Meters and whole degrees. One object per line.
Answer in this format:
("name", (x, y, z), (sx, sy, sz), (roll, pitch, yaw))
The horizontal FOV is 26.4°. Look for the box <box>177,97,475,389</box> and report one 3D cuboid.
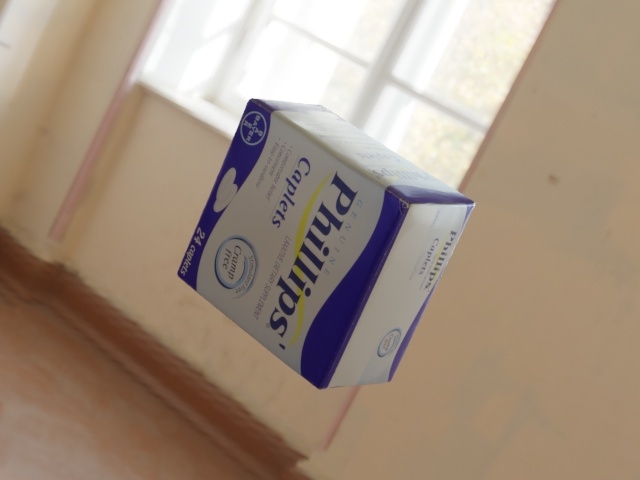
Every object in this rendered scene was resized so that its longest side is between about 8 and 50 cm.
("box", (0.000, 0.000, 0.816), (0.137, 0.126, 0.072), (35, 20, 33))
